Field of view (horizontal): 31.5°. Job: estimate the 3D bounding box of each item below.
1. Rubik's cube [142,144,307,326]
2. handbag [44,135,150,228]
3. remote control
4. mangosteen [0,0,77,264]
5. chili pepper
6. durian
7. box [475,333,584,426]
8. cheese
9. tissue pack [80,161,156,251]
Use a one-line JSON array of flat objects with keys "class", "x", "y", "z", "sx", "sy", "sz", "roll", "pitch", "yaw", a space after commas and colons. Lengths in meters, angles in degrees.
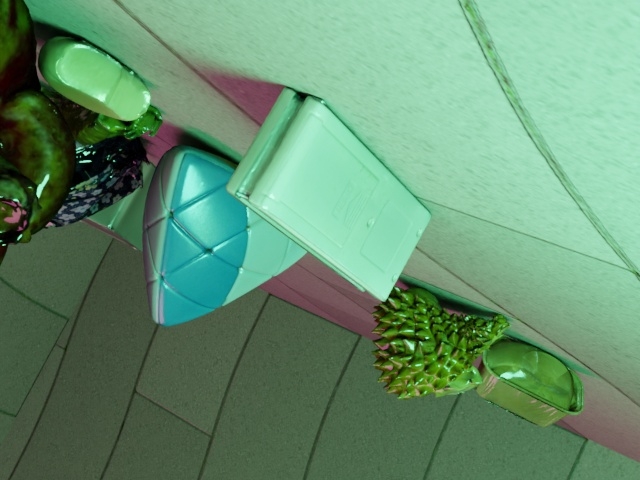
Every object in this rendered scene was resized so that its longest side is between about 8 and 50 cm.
[{"class": "Rubik's cube", "x": -0.130, "y": 0.014, "z": 1.480, "sx": 0.254, "sy": 0.254, "sz": 0.254, "roll": 27, "pitch": 173, "yaw": 3}, {"class": "handbag", "x": -0.376, "y": -0.101, "z": 1.708, "sx": 0.208, "sy": 0.229, "sz": 0.126, "roll": 123, "pitch": 123, "yaw": -76}, {"class": "remote control", "x": 0.016, "y": -0.034, "z": 1.043, "sx": 0.056, "sy": 0.102, "sz": 0.277, "roll": 27, "pitch": 174, "yaw": 31}, {"class": "mangosteen", "x": -0.449, "y": -0.114, "z": 1.136, "sx": 0.381, "sy": 0.380, "sz": 0.421, "roll": 31, "pitch": 164, "yaw": -28}, {"class": "chili pepper", "x": -0.308, "y": -0.162, "z": 1.491, "sx": 0.085, "sy": 0.076, "sz": 0.359, "roll": -6, "pitch": -169, "yaw": -29}, {"class": "durian", "x": 0.169, "y": 0.154, "z": 1.707, "sx": 0.167, "sy": 0.172, "sz": 0.306, "roll": 4, "pitch": 173, "yaw": -22}, {"class": "box", "x": 0.319, "y": 0.211, "z": 1.736, "sx": 0.177, "sy": 0.111, "sz": 0.111, "roll": 27, "pitch": 173, "yaw": -7}, {"class": "cheese", "x": -0.268, "y": -0.179, "z": 1.283, "sx": 0.127, "sy": 0.050, "sz": 0.255, "roll": 28, "pitch": 175, "yaw": -20}, {"class": "tissue pack", "x": -0.376, "y": -0.087, "z": 2.021, "sx": 0.160, "sy": 0.136, "sz": 0.246, "roll": 27, "pitch": 174, "yaw": 7}]
